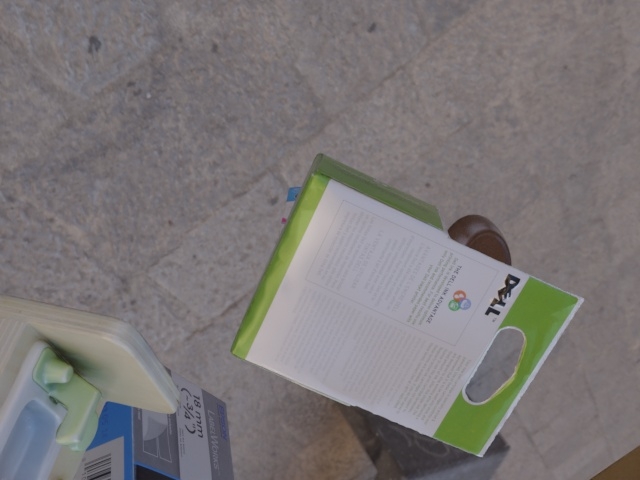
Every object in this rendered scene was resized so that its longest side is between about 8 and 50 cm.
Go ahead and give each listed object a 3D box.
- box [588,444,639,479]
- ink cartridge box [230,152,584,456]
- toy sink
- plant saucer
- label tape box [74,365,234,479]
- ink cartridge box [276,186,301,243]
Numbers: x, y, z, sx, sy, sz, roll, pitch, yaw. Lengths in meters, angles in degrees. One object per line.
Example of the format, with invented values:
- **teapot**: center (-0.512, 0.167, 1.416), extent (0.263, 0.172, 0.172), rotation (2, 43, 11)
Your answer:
- **box**: center (0.420, 0.313, 0.791), extent (0.164, 0.201, 0.021), rotation (-33, 105, -2)
- **ink cartridge box**: center (0.072, 0.062, 0.622), extent (0.255, 0.097, 0.188), rotation (24, 107, -5)
- **toy sink**: center (-0.240, 0.123, 0.463), extent (0.234, 0.131, 0.153), rotation (10, 149, 9)
- **plant saucer**: center (0.290, 0.052, 1.220), extent (0.199, 0.036, 0.198), rotation (-2, 94, -37)
- **label tape box**: center (-0.186, 0.320, 0.893), extent (0.106, 0.240, 0.333), rotation (-25, 140, 13)
- **ink cartridge box**: center (0.000, 0.000, 0.918), extent (0.104, 0.181, 0.061), rotation (-4, 131, 12)
